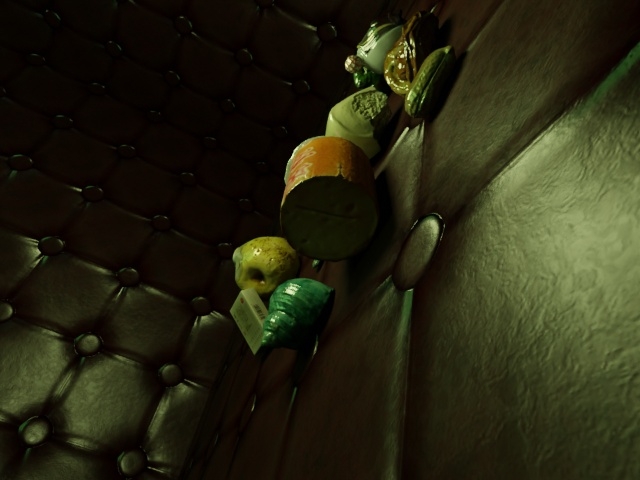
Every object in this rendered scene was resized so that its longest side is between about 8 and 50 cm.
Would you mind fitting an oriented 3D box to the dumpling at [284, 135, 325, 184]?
[{"bbox_3d":[0.000,-0.226,1.540,0.292,0.205,0.163,-55,24,7],"label":"dumpling"}]

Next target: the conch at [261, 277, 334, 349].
[{"bbox_3d":[-0.073,0.194,1.157,0.202,0.134,0.196,-69,10,-21],"label":"conch"}]

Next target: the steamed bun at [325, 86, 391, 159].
[{"bbox_3d":[0.118,-0.311,1.355,0.200,0.170,0.225,-37,-17,-20],"label":"steamed bun"}]

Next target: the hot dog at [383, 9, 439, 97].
[{"bbox_3d":[0.246,-0.514,1.233,0.175,0.114,0.258,-51,18,55],"label":"hot dog"}]

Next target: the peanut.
[{"bbox_3d":[0.248,-0.356,1.011,0.174,0.080,0.080,-61,12,5],"label":"peanut"}]

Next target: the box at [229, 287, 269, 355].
[{"bbox_3d":[-0.238,0.289,1.610,0.058,0.201,0.141,-13,-34,-42],"label":"box"}]

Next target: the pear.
[{"bbox_3d":[-0.202,0.104,1.737,0.271,0.271,0.271,-61,12,23],"label":"pear"}]

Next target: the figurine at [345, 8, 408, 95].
[{"bbox_3d":[0.200,-0.582,1.490,0.281,0.167,0.370,-31,-18,-29],"label":"figurine"}]

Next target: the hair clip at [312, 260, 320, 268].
[{"bbox_3d":[0.002,0.001,1.470,0.066,0.036,0.229,119,162,-45],"label":"hair clip"}]

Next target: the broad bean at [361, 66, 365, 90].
[{"bbox_3d":[0.202,-0.653,1.761,0.124,0.082,0.174,-32,10,-4],"label":"broad bean"}]

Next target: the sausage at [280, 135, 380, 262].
[{"bbox_3d":[0.023,-0.112,1.121,0.233,0.233,0.287,-59,11,28],"label":"sausage"}]
